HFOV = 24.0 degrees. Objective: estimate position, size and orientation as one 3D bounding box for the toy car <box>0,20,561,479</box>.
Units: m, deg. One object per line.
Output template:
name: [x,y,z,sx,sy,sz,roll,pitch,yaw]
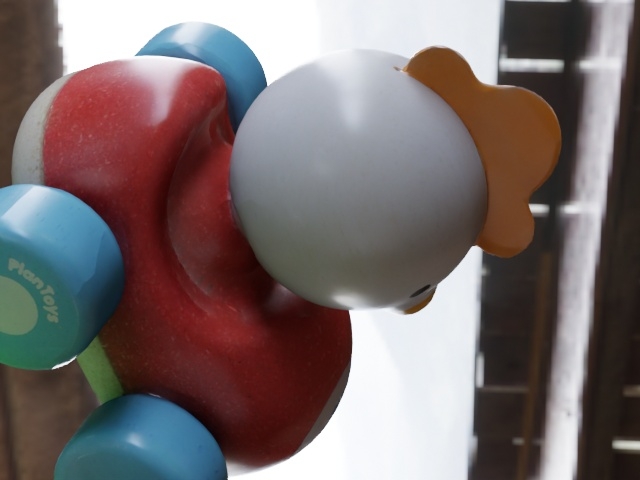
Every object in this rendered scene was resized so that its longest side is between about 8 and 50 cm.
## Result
toy car: [0.000,0.000,0.672,0.210,0.238,0.219,66,-150,-21]
